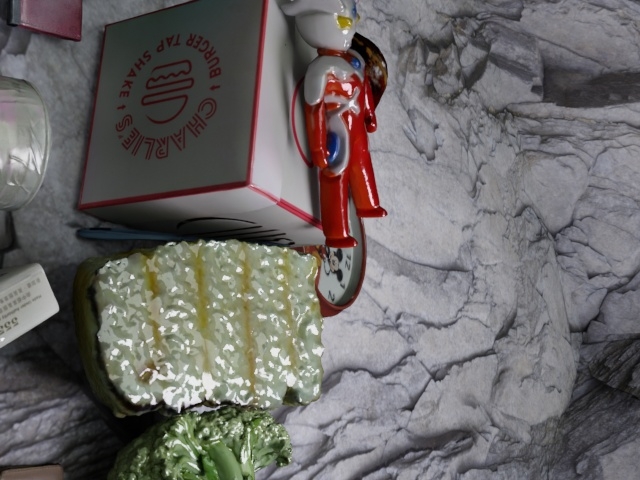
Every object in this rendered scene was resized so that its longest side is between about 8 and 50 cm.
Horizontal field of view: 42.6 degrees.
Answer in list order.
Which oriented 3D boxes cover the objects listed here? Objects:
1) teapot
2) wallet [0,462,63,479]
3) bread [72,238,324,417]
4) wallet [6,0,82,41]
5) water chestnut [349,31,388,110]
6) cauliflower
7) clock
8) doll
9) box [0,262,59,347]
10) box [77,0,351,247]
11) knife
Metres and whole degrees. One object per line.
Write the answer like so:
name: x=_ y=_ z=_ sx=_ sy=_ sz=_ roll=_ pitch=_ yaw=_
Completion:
teapot: x=-0.424 y=-0.147 z=0.955 sx=0.178 sy=0.163 sz=0.221 roll=1 pitch=83 yaw=-51
wallet: x=-0.377 y=0.365 z=1.051 sx=0.118 sy=0.039 sz=0.152 roll=16 pitch=72 yaw=-58
bread: x=-0.206 y=0.122 z=1.164 sx=0.395 sy=0.264 sz=0.239 roll=5 pitch=83 yaw=-43
wallet: x=-0.382 y=-0.402 z=1.144 sx=0.119 sy=0.025 sz=0.232 roll=2 pitch=87 yaw=-56
water chestnut: x=-0.018 y=-0.318 z=1.537 sx=0.289 sy=0.289 sz=0.244 roll=-16 pitch=117 yaw=-58
cauliflower: x=-0.170 y=0.373 z=1.168 sx=0.272 sy=0.250 sz=0.275 roll=14 pitch=109 yaw=-51
clock: x=0.000 y=0.000 z=1.683 sx=0.318 sy=0.080 sz=0.318 roll=24 pitch=63 yaw=-59
doll: x=0.027 y=-0.190 z=1.170 sx=0.188 sy=0.099 sz=0.384 roll=-46 pitch=129 yaw=-55
box: x=-0.433 y=0.112 z=0.885 sx=0.259 sy=0.168 sz=0.071 roll=-41 pitch=117 yaw=-52
box: x=-0.142 y=-0.162 z=1.266 sx=0.300 sy=0.314 sz=0.312 roll=28 pitch=61 yaw=-56
knife: x=-0.198 y=-0.003 z=1.218 sx=0.313 sy=0.044 sz=0.019 roll=3 pitch=94 yaw=-14
